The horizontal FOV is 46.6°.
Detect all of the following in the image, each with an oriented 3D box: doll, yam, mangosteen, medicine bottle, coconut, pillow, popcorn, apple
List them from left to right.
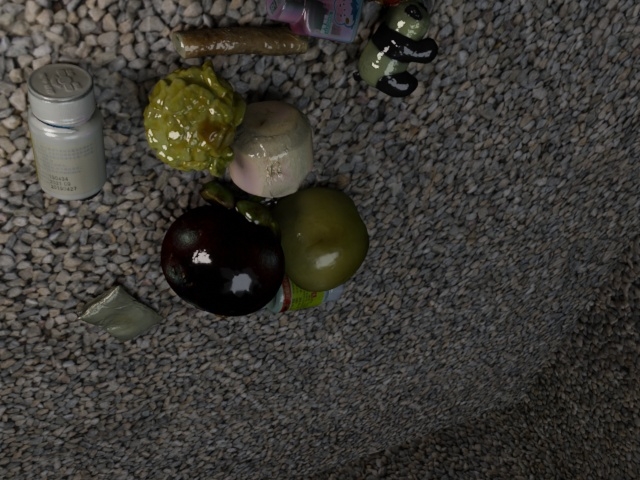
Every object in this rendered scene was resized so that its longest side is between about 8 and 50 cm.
[{"bbox_3d":[-0.509,-0.215,1.498,0.144,0.143,0.258,-13,141,-23],"label":"medicine bottle"},{"bbox_3d":[-0.551,0.208,2.052,0.148,0.050,0.229,-30,147,6],"label":"pillow"},{"bbox_3d":[-0.257,-0.255,1.571,0.217,0.181,0.235,34,97,-10],"label":"popcorn"},{"bbox_3d":[-0.238,0.033,1.864,0.330,0.330,0.330,-19,143,-16],"label":"mangosteen"},{"bbox_3d":[-0.164,-0.421,1.572,0.300,0.066,0.066,-9,139,-26],"label":"yam"},{"bbox_3d":[-0.114,-0.202,1.741,0.224,0.224,0.233,-17,130,-18],"label":"coconut"},{"bbox_3d":[-0.057,0.135,2.241,0.226,0.139,0.139,-7,138,-29],"label":"medicine bottle"},{"bbox_3d":[-0.013,-0.486,1.553,0.188,0.094,0.119,0,111,-34],"label":"medicine bottle"},{"bbox_3d":[0.006,0.011,2.059,0.258,0.233,0.295,-26,144,-2],"label":"apple"},{"bbox_3d":[0.179,-0.448,1.720,0.135,0.143,0.234,10,128,-34],"label":"doll"}]

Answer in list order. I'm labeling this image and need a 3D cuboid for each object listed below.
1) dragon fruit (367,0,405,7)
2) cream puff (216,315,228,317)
[{"bbox_3d":[0.113,-0.587,1.544,0.126,0.125,0.246,-22,131,20],"label":"dragon fruit"},{"bbox_3d":[-0.270,0.165,2.161,0.120,0.104,0.133,-21,143,-2],"label":"cream puff"}]
